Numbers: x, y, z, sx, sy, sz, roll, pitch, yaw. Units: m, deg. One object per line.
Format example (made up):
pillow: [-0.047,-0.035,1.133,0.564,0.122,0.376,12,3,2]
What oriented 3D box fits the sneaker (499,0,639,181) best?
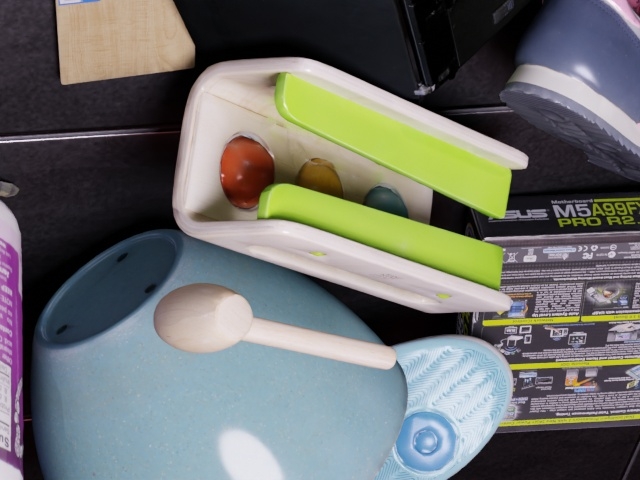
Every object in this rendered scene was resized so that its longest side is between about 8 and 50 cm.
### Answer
sneaker: [0.250,-0.115,1.499,0.319,0.112,0.131,25,84,-59]

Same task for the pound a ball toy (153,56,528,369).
pound a ball toy: [0.000,0.000,1.426,0.136,0.208,0.319,-1,168,42]

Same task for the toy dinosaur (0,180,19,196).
toy dinosaur: [-0.286,-0.089,1.353,0.118,0.064,0.268,-20,144,-9]

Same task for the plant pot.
plant pot: [-0.107,0.107,1.506,0.290,0.290,0.195,-29,117,12]

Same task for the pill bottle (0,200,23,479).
pill bottle: [-0.290,0.120,1.374,0.169,0.301,0.169,-3,156,-1]

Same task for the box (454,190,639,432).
box: [0.251,0.061,1.676,0.270,0.060,0.216,-3,128,-7]

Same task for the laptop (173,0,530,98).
laptop: [0.041,-0.207,1.333,0.264,0.136,0.234,-44,158,-8]

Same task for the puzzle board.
puzzle board: [-0.134,-0.162,1.364,0.096,0.011,0.128,-8,139,-11]

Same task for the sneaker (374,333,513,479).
sneaker: [0.024,0.170,1.698,0.319,0.127,0.208,-32,-179,10]
